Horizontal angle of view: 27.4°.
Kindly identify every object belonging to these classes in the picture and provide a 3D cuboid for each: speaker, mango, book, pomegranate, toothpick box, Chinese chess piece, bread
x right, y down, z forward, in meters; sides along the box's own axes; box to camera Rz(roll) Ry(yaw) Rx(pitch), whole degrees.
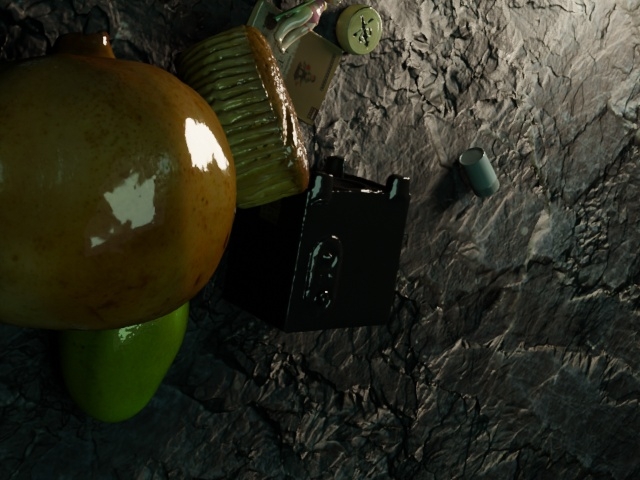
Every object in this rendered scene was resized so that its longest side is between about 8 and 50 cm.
[{"bbox_3d":[0.000,0.000,2.106,0.232,0.184,0.253,-1,106,-42],"label":"speaker"},{"bbox_3d":[-0.292,0.135,1.906,0.185,0.149,0.273,17,96,-47],"label":"mango"},{"bbox_3d":[-0.054,-0.279,2.076,0.199,0.016,0.138,25,86,-44],"label":"book"},{"bbox_3d":[-0.310,-0.076,1.671,0.417,0.417,0.416,-16,114,-39],"label":"pomegranate"},{"bbox_3d":[0.293,-0.126,2.425,0.052,0.052,0.083,-46,129,-22],"label":"toothpick box"},{"bbox_3d":[0.064,-0.345,2.151,0.084,0.034,0.084,-17,116,-38],"label":"Chinese chess piece"},{"bbox_3d":[-0.107,-0.176,1.885,0.143,0.253,0.227,-21,148,0],"label":"bread"}]

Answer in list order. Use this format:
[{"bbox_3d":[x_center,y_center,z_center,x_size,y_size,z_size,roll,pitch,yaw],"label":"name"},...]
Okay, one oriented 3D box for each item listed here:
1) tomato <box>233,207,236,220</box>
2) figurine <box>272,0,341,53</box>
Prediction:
[{"bbox_3d":[-0.208,-0.052,1.956,0.159,0.091,0.139,-47,123,-32],"label":"tomato"},{"bbox_3d":[-0.015,-0.372,2.040,0.187,0.083,0.083,-51,132,-13],"label":"figurine"}]
